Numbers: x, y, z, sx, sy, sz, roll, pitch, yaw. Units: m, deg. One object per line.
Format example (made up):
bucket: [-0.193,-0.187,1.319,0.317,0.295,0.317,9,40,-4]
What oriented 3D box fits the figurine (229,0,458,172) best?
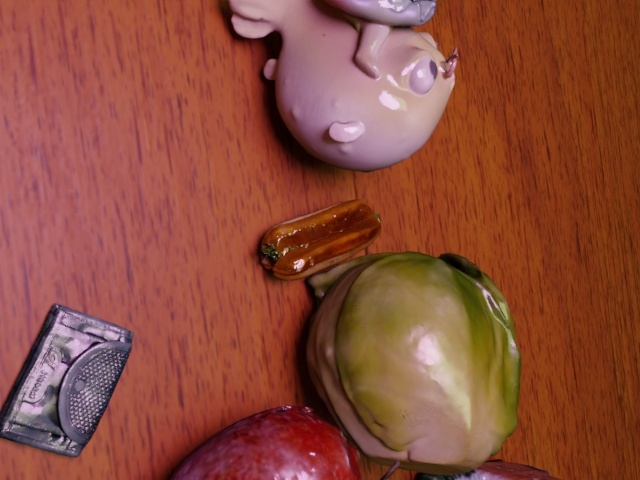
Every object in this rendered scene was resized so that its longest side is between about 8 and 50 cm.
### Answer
figurine: [0.035,-0.276,0.658,0.274,0.394,0.227,13,32,0]

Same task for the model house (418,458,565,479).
model house: [0.292,0.402,0.797,0.253,0.291,0.185,15,72,-35]

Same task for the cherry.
cherry: [-0.066,0.270,0.603,0.249,0.192,0.175,-15,57,-27]

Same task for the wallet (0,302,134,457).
wallet: [-0.239,0.135,0.578,0.088,0.026,0.129,31,69,-31]

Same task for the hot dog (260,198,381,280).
hot dog: [0.000,0.000,0.751,0.188,0.055,0.072,-21,78,-33]

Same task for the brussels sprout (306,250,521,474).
brussels sprout: [0.112,0.134,0.730,0.259,0.227,0.295,24,47,-26]
